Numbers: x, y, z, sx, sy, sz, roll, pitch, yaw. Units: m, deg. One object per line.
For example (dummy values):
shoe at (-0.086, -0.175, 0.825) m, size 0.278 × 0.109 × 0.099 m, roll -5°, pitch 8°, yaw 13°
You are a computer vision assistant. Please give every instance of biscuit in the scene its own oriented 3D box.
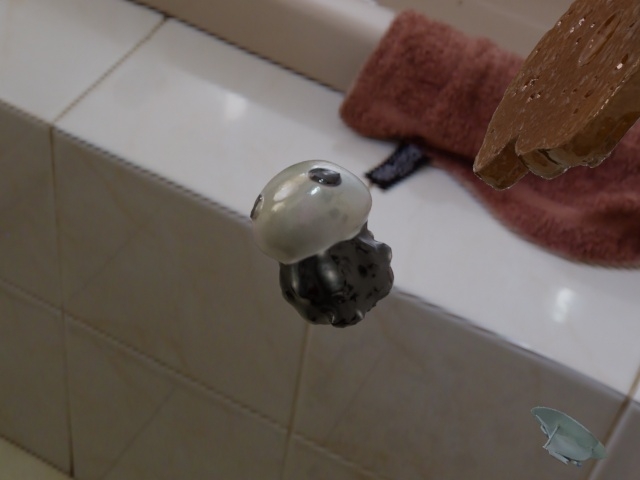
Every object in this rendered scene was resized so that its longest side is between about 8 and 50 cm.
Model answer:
biscuit at (0.344, -0.222, 1.398) m, size 0.078 × 0.455 × 0.350 m, roll 30°, pitch 80°, yaw -11°

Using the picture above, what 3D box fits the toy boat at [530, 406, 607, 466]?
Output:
toy boat at (0.321, 0.255, 1.490) m, size 0.105 × 0.034 × 0.149 m, roll 27°, pitch 10°, yaw -6°

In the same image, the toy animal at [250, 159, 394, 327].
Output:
toy animal at (0.001, -0.004, 1.954) m, size 0.212 × 0.266 × 0.212 m, roll -22°, pitch 11°, yaw 4°
